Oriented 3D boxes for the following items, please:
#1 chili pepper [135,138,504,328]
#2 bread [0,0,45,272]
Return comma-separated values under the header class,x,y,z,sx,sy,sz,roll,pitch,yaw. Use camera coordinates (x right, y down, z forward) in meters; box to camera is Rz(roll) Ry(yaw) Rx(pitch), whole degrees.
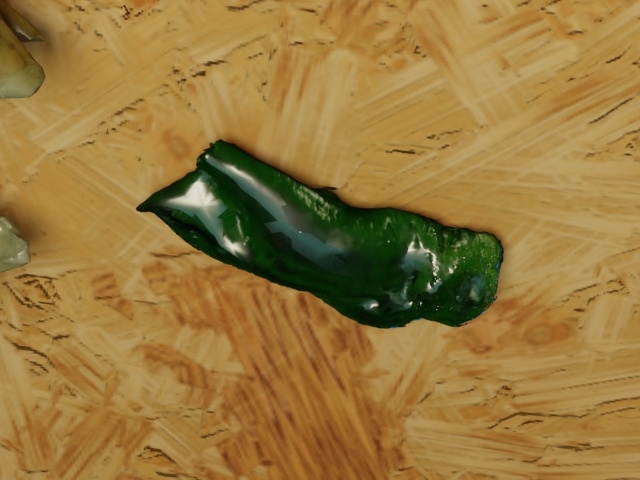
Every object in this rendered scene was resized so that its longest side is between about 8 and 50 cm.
class,x,y,z,sx,sy,sz,roll,pitch,yaw
chili pepper,0.000,0.002,1.114,0.224,0.061,0.098,16,138,-13
bread,-0.301,-0.080,0.979,0.314,0.192,0.370,-27,137,19
